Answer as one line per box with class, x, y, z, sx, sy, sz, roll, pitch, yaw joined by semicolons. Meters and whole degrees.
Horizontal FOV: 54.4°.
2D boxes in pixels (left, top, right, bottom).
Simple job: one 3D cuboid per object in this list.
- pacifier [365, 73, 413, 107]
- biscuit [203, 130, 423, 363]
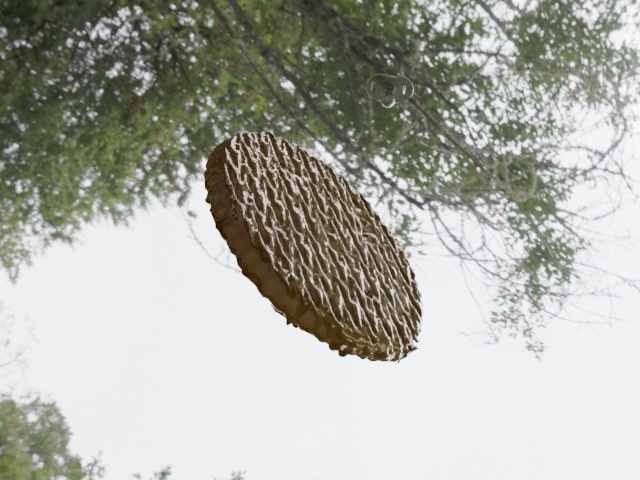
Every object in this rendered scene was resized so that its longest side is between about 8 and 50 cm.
pacifier;0.116;-0.250;1.071;0.083;0.068;0.064;9;-126;4
biscuit;0.000;0.000;0.560;0.035;0.254;0.254;-42;-121;27
